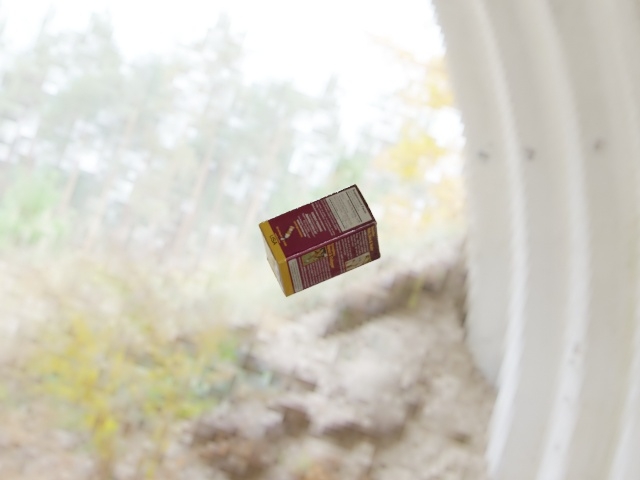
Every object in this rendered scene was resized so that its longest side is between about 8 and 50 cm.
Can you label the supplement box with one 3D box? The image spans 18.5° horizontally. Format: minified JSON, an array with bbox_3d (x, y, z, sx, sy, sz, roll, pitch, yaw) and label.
[{"bbox_3d":[0.000,0.000,1.514,0.055,0.083,0.043,80,-14,-57],"label":"supplement box"}]
